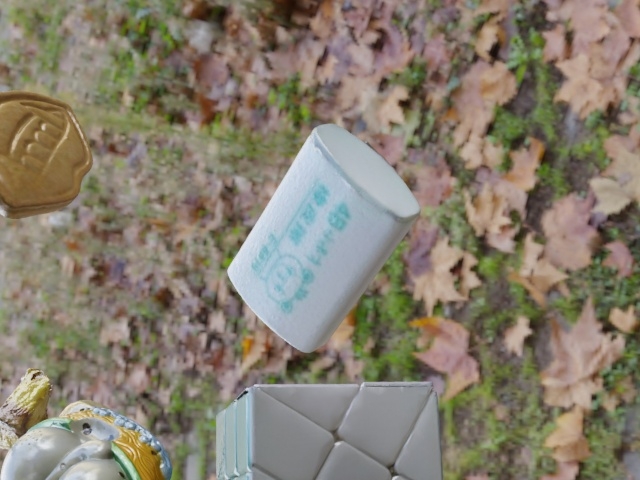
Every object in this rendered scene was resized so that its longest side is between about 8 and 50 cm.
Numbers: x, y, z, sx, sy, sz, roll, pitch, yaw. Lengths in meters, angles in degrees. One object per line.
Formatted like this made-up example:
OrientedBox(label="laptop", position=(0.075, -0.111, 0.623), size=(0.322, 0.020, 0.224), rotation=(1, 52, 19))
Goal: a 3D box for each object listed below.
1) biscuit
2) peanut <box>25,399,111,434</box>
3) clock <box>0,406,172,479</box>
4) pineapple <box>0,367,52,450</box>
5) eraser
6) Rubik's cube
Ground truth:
OrientedBox(label="biscuit", position=(-0.319, -0.101, 1.163), size=(0.029, 0.142, 0.220), rotation=(-46, 17, 30))
OrientedBox(label="peanut", position=(-0.330, 0.279, 1.378), size=(0.236, 0.110, 0.120), rotation=(-50, 38, 42))
OrientedBox(label="clock", position=(-0.248, 0.250, 1.120), size=(0.231, 0.144, 0.103), rotation=(14, 124, 41))
OrientedBox(label="pineapple", position=(-0.456, 0.260, 1.603), size=(0.116, 0.069, 0.137), rotation=(-12, -58, -86))
OrientedBox(label="eraser", position=(0.000, 0.000, 1.523), size=(0.189, 0.104, 0.290), rotation=(42, 124, 14))
OrientedBox(label="Rubik's cube", position=(0.005, 0.291, 1.223), size=(0.224, 0.222, 0.231), rotation=(132, 138, -70))
